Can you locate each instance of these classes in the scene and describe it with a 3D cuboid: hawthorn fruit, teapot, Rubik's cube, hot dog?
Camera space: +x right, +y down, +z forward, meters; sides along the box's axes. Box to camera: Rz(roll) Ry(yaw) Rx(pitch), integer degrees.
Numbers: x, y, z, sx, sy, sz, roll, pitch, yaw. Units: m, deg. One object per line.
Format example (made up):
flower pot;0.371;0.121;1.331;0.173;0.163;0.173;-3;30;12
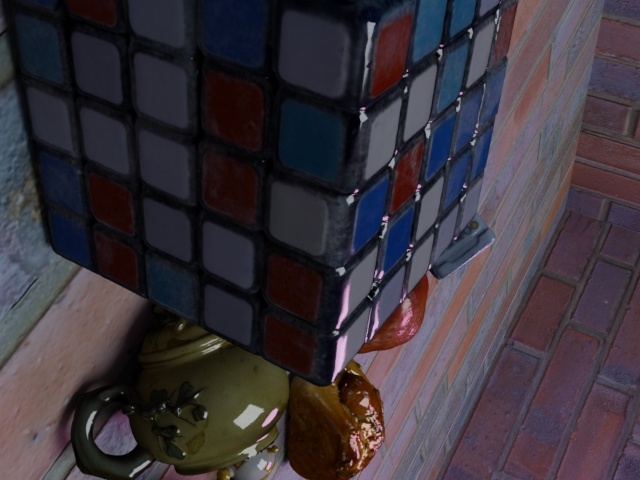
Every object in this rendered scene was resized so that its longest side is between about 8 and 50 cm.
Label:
hawthorn fruit;0.085;0.087;1.186;0.189;0.189;0.189;-48;150;-40
teapot;-0.139;0.146;0.806;0.269;0.173;0.182;-20;94;-30
Rubik's cube;-0.032;-0.116;0.609;0.287;0.292;0.293;-42;147;-45
hot dog;0.032;0.316;1.299;0.150;0.153;0.257;-44;147;-45

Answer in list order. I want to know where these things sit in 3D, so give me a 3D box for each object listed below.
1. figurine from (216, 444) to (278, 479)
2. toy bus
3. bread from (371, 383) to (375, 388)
figurine;-0.117;0.346;1.118;0.143;0.068;0.101;-53;161;-3
toy bus;0.173;-0.034;1.175;0.109;0.136;0.330;-36;-175;4
bread;0.057;0.340;1.481;0.130;0.071;0.139;-5;116;-62
